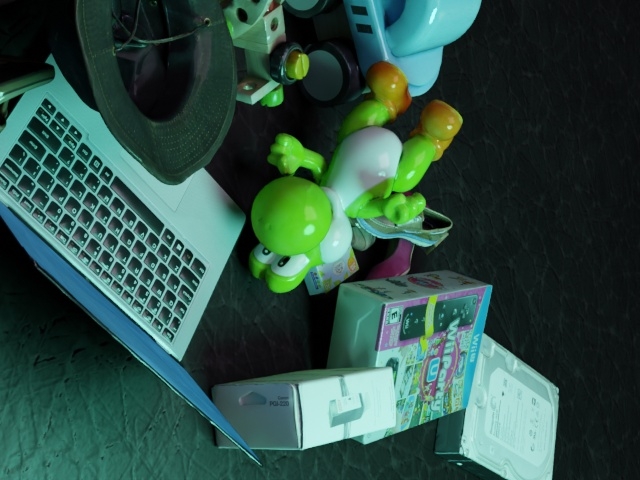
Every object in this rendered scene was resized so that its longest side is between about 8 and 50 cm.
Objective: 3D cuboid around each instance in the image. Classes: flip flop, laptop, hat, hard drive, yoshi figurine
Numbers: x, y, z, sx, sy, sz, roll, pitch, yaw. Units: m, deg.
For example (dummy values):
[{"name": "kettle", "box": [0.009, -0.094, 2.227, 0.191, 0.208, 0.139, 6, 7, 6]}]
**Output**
[{"name": "flip flop", "box": [-0.391, -0.123, 1.152, 0.277, 0.112, 0.080, -55, 151, -45]}, {"name": "laptop", "box": [-0.189, -0.008, 1.268, 0.382, 0.236, 0.407, 50, 48, -35]}, {"name": "hat", "box": [-0.221, -0.223, 1.207, 0.331, 0.134, 0.331, -1, 90, -68]}, {"name": "hard drive", "box": [0.339, 0.331, 2.019, 0.339, 0.064, 0.236, 35, 57, -42]}, {"name": "yoshi figurine", "box": [0.031, -0.087, 1.526, 0.362, 0.203, 0.203, -49, 119, -12]}]

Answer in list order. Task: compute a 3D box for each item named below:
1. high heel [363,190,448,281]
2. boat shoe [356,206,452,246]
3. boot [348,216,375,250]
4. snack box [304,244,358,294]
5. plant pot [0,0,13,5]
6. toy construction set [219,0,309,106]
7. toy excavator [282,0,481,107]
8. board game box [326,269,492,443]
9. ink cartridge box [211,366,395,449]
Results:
[{"name": "high heel", "box": [0.110, 0.007, 1.798, 0.117, 0.082, 0.244, 47, 56, 4]}, {"name": "boat shoe", "box": [0.135, -0.041, 1.738, 0.183, 0.066, 0.066, 11, 59, -40]}, {"name": "boot", "box": [0.054, -0.041, 1.749, 0.087, 0.042, 0.118, -4, 87, -58]}, {"name": "snack box", "box": [0.000, 0.000, 1.668, 0.100, 0.037, 0.141, -33, 108, -48]}, {"name": "plant pot", "box": [-0.347, -0.367, 1.180, 0.201, 0.180, 0.201, 12, 75, -51]}, {"name": "toy construction set", "box": [-0.117, -0.320, 1.477, 0.308, 0.258, 0.237, -77, 158, -50]}, {"name": "toy excavator", "box": [0.162, -0.444, 1.625, 0.222, 0.445, 0.432, -25, 103, -52]}, {"name": "board game box", "box": [0.138, 0.174, 1.715, 0.303, 0.098, 0.224, -6, 109, -52]}, {"name": "ink cartridge box", "box": [-0.020, 0.230, 1.501, 0.218, 0.159, 0.092, 2, 83, -51]}]
